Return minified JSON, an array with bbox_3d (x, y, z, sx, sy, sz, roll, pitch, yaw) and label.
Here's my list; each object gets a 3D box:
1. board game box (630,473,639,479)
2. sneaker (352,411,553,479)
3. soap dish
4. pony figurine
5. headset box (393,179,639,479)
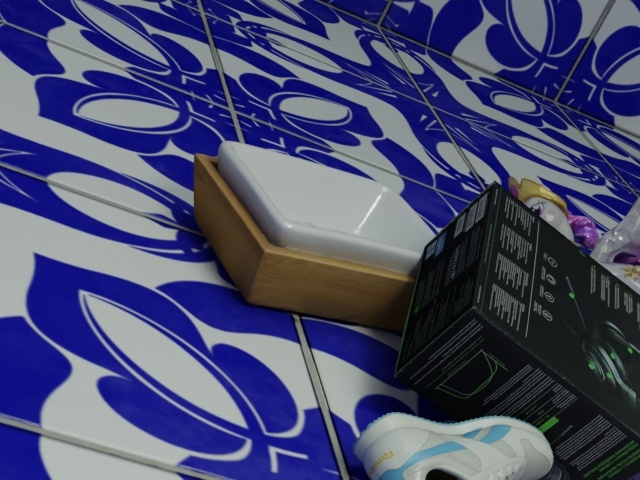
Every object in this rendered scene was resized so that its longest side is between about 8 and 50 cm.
[{"bbox_3d":[0.387,0.288,1.503,0.141,0.048,0.170,17,23,-29],"label":"board game box"},{"bbox_3d":[0.141,0.227,1.307,0.228,0.087,0.092,5,38,-33],"label":"sneaker"},{"bbox_3d":[0.000,0.000,1.608,0.290,0.118,0.229,12,25,-34],"label":"soap dish"},{"bbox_3d":[0.402,0.058,1.819,0.350,0.303,0.363,14,38,-11],"label":"pony figurine"},{"bbox_3d":[0.243,0.117,1.460,0.283,0.131,0.246,36,34,-13],"label":"headset box"}]
